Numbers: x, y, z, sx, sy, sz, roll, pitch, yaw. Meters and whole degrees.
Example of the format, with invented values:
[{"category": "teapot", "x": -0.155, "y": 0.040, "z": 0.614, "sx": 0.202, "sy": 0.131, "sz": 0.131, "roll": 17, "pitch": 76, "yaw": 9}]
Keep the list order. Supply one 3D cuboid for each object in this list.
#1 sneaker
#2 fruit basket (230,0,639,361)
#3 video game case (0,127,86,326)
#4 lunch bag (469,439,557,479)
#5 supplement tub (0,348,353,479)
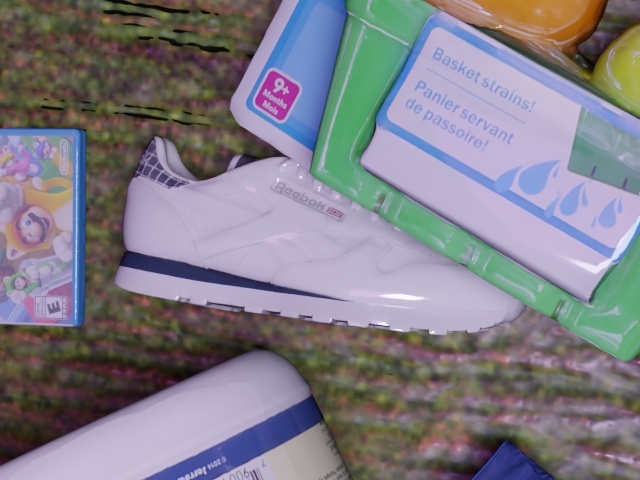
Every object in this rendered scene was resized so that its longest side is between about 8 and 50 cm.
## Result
[{"category": "sneaker", "x": 0.000, "y": 0.000, "z": 0.824, "sx": 0.235, "sy": 0.090, "sz": 0.094, "roll": 9, "pitch": 84, "yaw": 11}, {"category": "fruit basket", "x": 0.155, "y": -0.135, "z": 0.718, "sx": 0.327, "sy": 0.165, "sz": 0.353, "roll": 32, "pitch": 109, "yaw": 14}, {"category": "video game case", "x": -0.224, "y": -0.009, "z": 0.908, "sx": 0.166, "sy": 0.015, "sz": 0.119, "roll": 1, "pitch": 93, "yaw": 13}, {"category": "lunch bag", "x": 0.098, "y": 0.161, "z": 0.802, "sx": 0.065, "sy": 0.098, "sz": 0.067, "roll": 40, "pitch": 130, "yaw": 12}, {"category": "supplement tub", "x": -0.055, "y": 0.244, "z": 0.766, "sx": 0.235, "sy": 0.235, "sz": 0.324, "roll": -26, "pitch": 86, "yaw": 13}]
